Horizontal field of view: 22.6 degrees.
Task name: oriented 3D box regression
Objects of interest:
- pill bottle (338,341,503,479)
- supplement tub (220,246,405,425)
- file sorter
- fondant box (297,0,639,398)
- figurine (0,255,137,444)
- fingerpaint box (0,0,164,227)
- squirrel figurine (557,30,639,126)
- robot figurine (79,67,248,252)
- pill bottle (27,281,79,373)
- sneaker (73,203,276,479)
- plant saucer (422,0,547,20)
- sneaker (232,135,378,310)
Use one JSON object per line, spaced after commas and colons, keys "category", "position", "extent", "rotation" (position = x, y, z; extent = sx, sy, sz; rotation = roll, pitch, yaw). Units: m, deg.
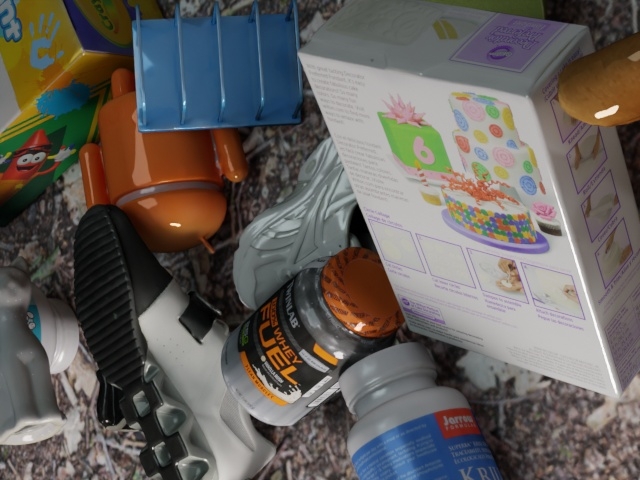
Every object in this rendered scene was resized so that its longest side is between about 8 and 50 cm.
{"category": "pill bottle", "position": [0.098, 0.212, 1.479], "extent": [0.124, 0.124, 0.221], "rotation": [-37, 66, 33]}
{"category": "supplement tub", "position": [-0.004, 0.092, 1.562], "extent": [0.190, 0.117, 0.117], "rotation": [-44, 61, 41]}
{"category": "file sorter", "position": [-0.104, -0.181, 1.629], "extent": [0.104, 0.170, 0.118], "rotation": [134, 133, -81]}
{"category": "fondant box", "position": [0.142, -0.038, 1.345], "extent": [0.238, 0.096, 0.330], "rotation": [17, 143, 41]}
{"category": "figurine", "position": [-0.278, 0.107, 1.756], "extent": [0.092, 0.215, 0.209], "rotation": [-47, 53, 56]}
{"category": "fingerpaint box", "position": [-0.403, -0.295, 1.909], "extent": [0.371, 0.163, 0.445], "rotation": [-38, 66, 33]}
{"category": "squirrel figurine", "position": [0.428, -0.011, 1.124], "extent": [0.397, 0.281, 0.370], "rotation": [-23, 79, 40]}
{"category": "robot figurine", "position": [-0.172, -0.081, 1.725], "extent": [0.128, 0.158, 0.219], "rotation": [143, 118, -64]}
{"category": "pill bottle", "position": [-0.404, 0.109, 1.822], "extent": [0.146, 0.264, 0.146], "rotation": [-2, 87, 40]}
{"category": "sneaker", "position": [-0.150, 0.109, 1.674], "extent": [0.122, 0.146, 0.330], "rotation": [-25, 86, 53]}
{"category": "plant saucer", "position": [0.122, -0.234, 1.484], "extent": [0.241, 0.037, 0.241], "rotation": [30, 136, 34]}
{"category": "sneaker", "position": [0.000, 0.000, 1.601], "extent": [0.115, 0.090, 0.232], "rotation": [51, 119, 26]}
